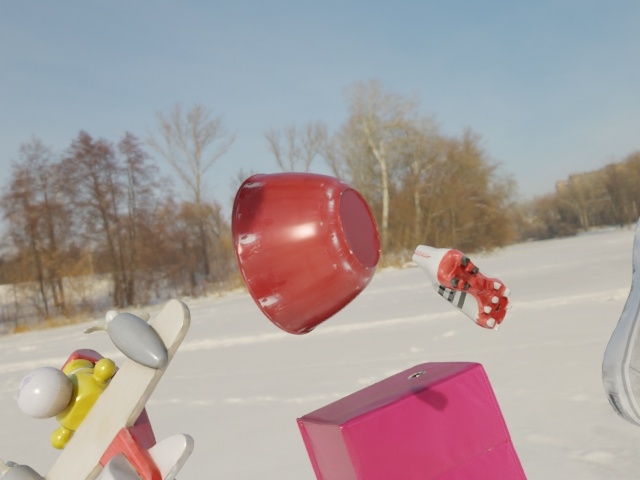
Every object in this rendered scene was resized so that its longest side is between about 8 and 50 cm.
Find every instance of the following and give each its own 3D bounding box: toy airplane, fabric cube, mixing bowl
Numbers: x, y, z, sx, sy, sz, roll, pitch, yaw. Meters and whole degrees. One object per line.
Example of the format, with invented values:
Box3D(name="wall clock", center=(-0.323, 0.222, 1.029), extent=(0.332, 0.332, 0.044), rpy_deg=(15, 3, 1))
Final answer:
Box3D(name="toy airplane", center=(-0.391, 0.313, 1.032), extent=(0.384, 0.386, 0.272), rpy_deg=(-26, -48, 34))
Box3D(name="fabric cube", center=(0.144, 0.367, 0.988), extent=(0.258, 0.259, 0.254), rpy_deg=(-17, -7, -20))
Box3D(name="mixing bowl", center=(0.000, 0.000, 0.629), extent=(0.098, 0.182, 0.181), rpy_deg=(-19, -7, 28))

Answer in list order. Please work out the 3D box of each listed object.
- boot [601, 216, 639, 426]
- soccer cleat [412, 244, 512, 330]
Box3D(name="boot", center=(0.330, 0.040, 0.491), extent=(0.123, 0.095, 0.258), rpy_deg=(-25, 27, 54))
Box3D(name="soccer cleat", center=(0.084, 0.027, 0.351), extent=(0.083, 0.029, 0.035), rpy_deg=(36, -8, -41))
